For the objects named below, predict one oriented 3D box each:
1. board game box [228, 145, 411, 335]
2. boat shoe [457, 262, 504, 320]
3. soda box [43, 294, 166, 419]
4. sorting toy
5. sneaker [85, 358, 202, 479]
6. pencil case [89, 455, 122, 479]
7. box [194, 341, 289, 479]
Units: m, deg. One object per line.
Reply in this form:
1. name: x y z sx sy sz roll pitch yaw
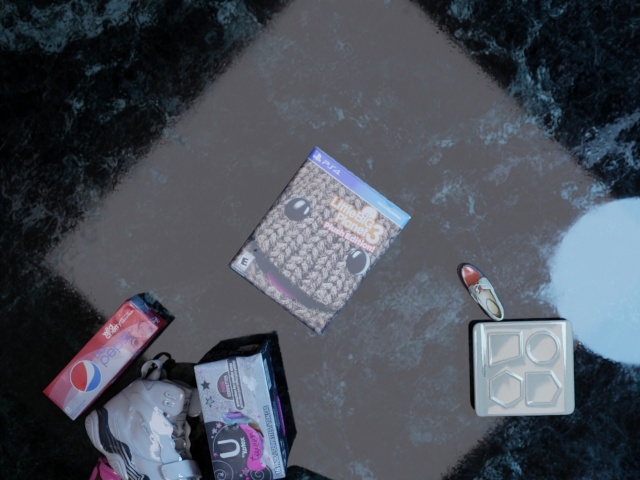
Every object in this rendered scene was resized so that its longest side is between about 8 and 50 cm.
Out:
1. board game box: 0.000 0.000 1.722 0.232 0.141 0.291 36 94 1
2. boat shoe: 0.328 0.104 1.761 0.049 0.043 0.137 -34 89 5
3. soda box: -0.440 0.239 1.781 0.092 0.083 0.263 42 94 1
4. sorting toy: 0.413 0.260 1.769 0.208 0.038 0.193 -2 92 -2
5. sneaker: -0.291 0.411 1.722 0.366 0.137 0.210 42 92 21
6. pencil case: -0.445 0.552 1.773 0.098 0.095 0.209 13 82 37
7. box: -0.156 0.345 1.731 0.142 0.163 0.247 -12 91 1
